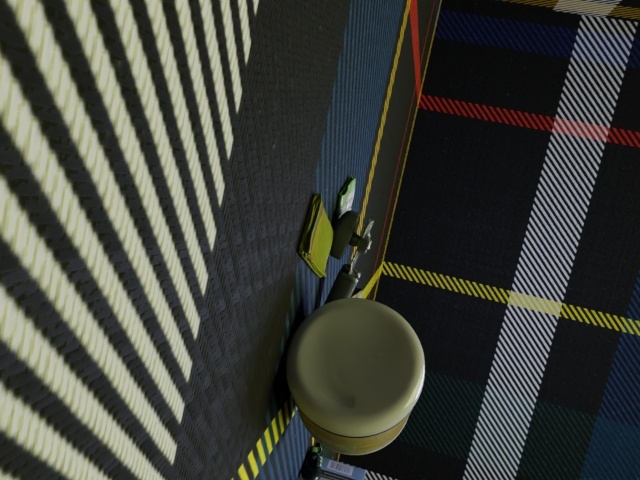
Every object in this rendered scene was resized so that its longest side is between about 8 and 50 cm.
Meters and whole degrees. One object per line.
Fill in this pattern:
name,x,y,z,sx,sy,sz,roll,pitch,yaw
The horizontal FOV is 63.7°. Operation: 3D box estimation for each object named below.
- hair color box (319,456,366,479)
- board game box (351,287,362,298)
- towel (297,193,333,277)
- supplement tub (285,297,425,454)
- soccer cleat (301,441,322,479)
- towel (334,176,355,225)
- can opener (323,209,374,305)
hair color box,0.027,0.987,1.822,0.113,0.185,0.375,14,89,-80
board game box,0.064,0.224,1.432,0.243,0.042,0.165,-2,103,-76
towel,0.000,0.000,0.918,0.237,0.021,0.102,62,43,-75
supplement tub,0.065,0.279,1.000,0.331,0.240,0.241,86,20,-60
soccer cleat,-0.023,0.661,1.537,0.179,0.060,0.073,-1,94,-86
towel,0.053,-0.052,1.131,0.113,0.023,0.152,-62,162,-57
can opener,0.036,0.072,1.100,0.284,0.095,0.076,-66,174,16
